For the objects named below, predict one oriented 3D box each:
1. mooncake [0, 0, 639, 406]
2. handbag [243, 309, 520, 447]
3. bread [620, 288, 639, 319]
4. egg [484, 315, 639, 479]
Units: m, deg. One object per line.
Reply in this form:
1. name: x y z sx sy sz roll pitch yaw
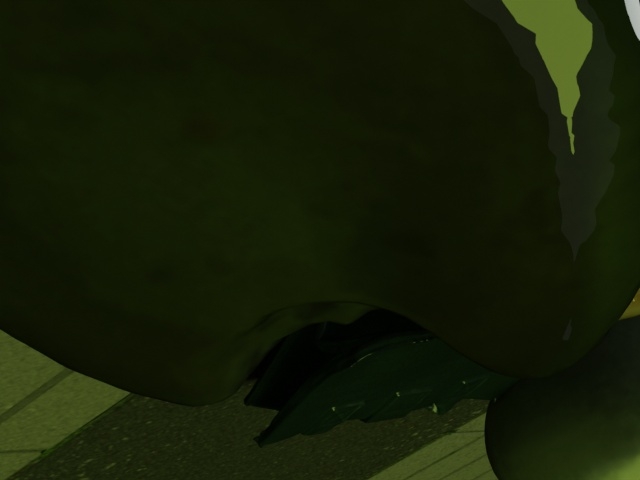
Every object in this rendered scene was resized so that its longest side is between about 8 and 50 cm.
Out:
1. mooncake: -0.022 -0.077 0.483 0.351 0.187 0.351 7 141 6
2. handbag: 0.101 0.115 1.144 0.326 0.089 0.238 -6 150 -32
3. bread: 0.239 0.015 1.038 0.217 0.098 0.147 -9 130 -31
4. egg: 0.365 0.200 1.316 0.352 0.258 0.258 -24 154 -7
